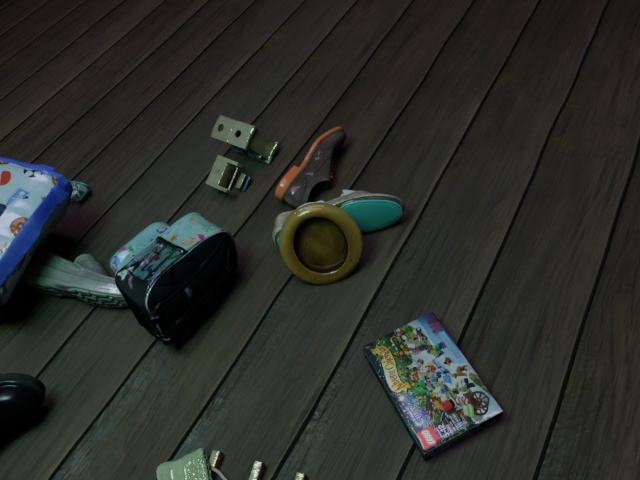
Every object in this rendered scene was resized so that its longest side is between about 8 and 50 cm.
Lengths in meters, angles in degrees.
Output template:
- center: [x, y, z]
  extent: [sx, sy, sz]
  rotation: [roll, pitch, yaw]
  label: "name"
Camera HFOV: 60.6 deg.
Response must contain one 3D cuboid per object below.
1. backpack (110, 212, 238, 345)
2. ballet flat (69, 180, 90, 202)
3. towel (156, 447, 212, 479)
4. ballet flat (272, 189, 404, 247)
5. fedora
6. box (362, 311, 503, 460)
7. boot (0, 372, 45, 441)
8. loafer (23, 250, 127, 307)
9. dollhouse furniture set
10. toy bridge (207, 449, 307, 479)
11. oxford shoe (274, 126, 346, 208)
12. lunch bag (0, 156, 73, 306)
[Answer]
- center: [-0.303, 0.066, 1.179]
  extent: [0.191, 0.225, 0.253]
  rotation: [33, 61, 26]
  label: "backpack"
- center: [-0.740, -0.146, 1.552]
  extent: [0.188, 0.070, 0.070]
  rotation: [12, 56, 25]
  label: "ballet flat"
- center: [-0.236, 0.452, 0.964]
  extent: [0.110, 0.027, 0.148]
  rotation: [-24, 54, 8]
  label: "towel"
- center: [0.035, -0.066, 1.288]
  extent: [0.315, 0.108, 0.106]
  rotation: [-13, 40, 1]
  label: "ballet flat"
- center: [0.000, 0.000, 1.209]
  extent: [0.194, 0.194, 0.079]
  rotation: [-13, 22, 2]
  label: "fedora"
- center: [0.202, 0.263, 1.021]
  extent: [0.159, 0.044, 0.233]
  rotation: [-25, 51, -8]
  label: "box"
- center: [-0.672, 0.433, 1.023]
  extent: [0.348, 0.131, 0.260]
  rotation: [-32, 44, 1]
  label: "boot"
- center: [-0.559, 0.083, 1.294]
  extent: [0.319, 0.112, 0.112]
  rotation: [10, 63, 20]
  label: "loafer"
- center: [-0.228, -0.217, 1.475]
  extent: [0.129, 0.129, 0.184]
  rotation: [24, 90, 29]
  label: "dollhouse furniture set"
- center: [-0.116, 0.427, 0.974]
  extent: [0.188, 0.026, 0.063]
  rotation: [7, 57, 18]
  label: "toy bridge"
- center: [-0.002, -0.182, 1.407]
  extent: [0.098, 0.097, 0.271]
  rotation: [34, 68, 10]
  label: "oxford shoe"
- center: [-0.774, -0.007, 1.271]
  extent: [0.385, 0.239, 0.328]
  rotation: [-6, 50, 37]
  label: "lunch bag"
